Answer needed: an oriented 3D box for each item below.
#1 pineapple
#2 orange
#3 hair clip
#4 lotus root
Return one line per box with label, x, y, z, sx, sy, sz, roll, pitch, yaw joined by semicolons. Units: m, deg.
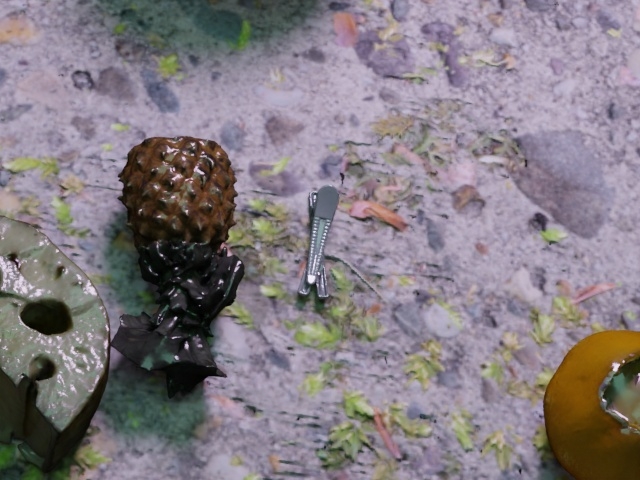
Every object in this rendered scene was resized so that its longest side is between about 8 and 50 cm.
pineapple;-0.131;0.027;1.754;0.111;0.119;0.237;21;58;-48
orange;0.277;0.155;1.727;0.156;0.134;0.156;-1;72;4
hair clip;-0.001;0.000;1.816;0.030;0.039;0.115;6;66;1
lotus root;-0.268;0.083;1.696;0.138;0.119;0.235;-33;71;-20
